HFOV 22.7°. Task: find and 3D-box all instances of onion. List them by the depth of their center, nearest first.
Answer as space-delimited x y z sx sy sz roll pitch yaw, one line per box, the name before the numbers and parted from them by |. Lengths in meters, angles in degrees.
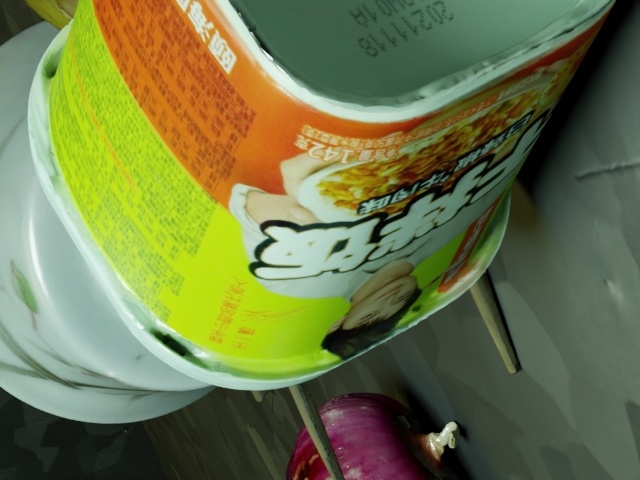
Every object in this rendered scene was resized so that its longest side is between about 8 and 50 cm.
onion | 0.054 0.215 1.392 0.177 0.153 0.177 44 170 10

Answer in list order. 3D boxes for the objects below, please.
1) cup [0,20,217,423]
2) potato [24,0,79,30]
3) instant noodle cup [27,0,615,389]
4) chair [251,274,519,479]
cup | -0.128 -0.017 1.267 0.163 0.347 0.347 4 122 59
potato | -0.121 -0.223 1.116 0.299 0.196 0.246 38 154 54
instant noodle cup | 0.000 -0.102 0.829 0.294 0.294 0.308 59 158 13
chair | 0.000 0.000 1.126 0.166 0.188 0.272 38 156 56
